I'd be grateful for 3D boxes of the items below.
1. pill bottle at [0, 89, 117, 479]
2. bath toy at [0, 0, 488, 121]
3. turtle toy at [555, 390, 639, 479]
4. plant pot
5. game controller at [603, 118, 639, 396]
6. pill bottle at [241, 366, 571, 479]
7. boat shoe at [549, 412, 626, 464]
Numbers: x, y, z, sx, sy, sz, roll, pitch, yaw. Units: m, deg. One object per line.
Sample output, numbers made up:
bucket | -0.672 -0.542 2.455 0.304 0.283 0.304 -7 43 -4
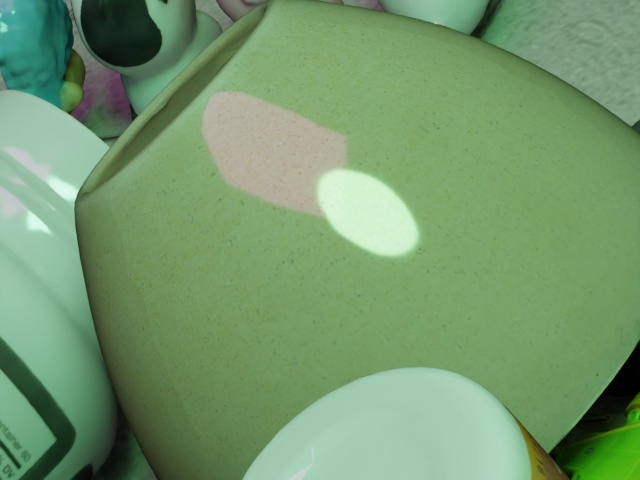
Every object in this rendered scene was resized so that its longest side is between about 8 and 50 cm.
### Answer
pill bottle | -0.240 0.102 0.906 0.210 0.210 0.363 18 56 44
bath toy | -0.043 -0.143 1.139 0.348 0.151 0.129 -11 79 18
turtle toy | 0.140 0.111 0.723 0.130 0.066 0.095 -2 33 49
plant pot | 0.000 0.000 0.795 0.284 0.191 0.284 -43 13 12
game controller | 0.230 -0.049 0.802 0.319 0.067 0.166 -41 35 41
pill bottle | 0.068 0.151 0.634 0.121 0.216 0.121 -25 40 23
boat shoe | 0.127 0.105 0.807 0.135 0.050 0.045 -3 26 28
